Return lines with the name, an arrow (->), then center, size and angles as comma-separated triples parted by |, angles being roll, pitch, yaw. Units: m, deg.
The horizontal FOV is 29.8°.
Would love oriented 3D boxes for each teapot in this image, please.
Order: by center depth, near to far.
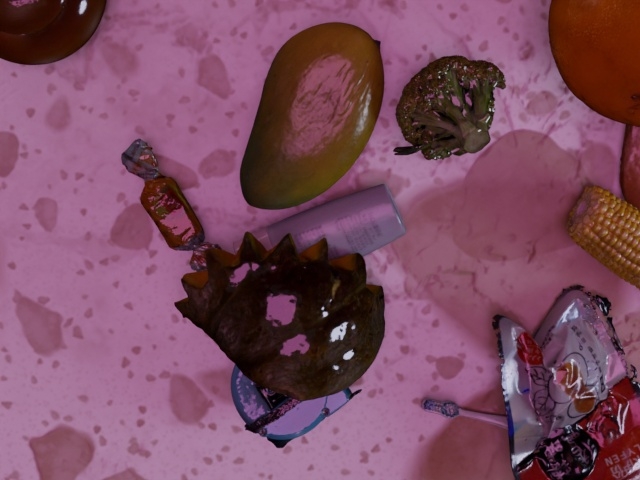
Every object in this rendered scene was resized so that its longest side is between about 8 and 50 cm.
teapot -> -0.315, -0.295, 1.354 | 0.252, 0.135, 0.178 | -25, 102, 7

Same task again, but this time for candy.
candy -> -0.180, -0.039, 1.437 | 0.053, 0.046, 0.182 | -31, 102, 3

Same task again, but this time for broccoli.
broccoli -> 0.149, -0.149, 1.371 | 0.131, 0.120, 0.130 | -7, 132, -31

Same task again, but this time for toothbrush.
toothbrush -> 0.273, 0.234, 1.480 | 0.304, 0.030, 0.030 | 13, 100, -3

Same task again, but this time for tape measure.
tape measure -> -0.041, 0.172, 1.451 | 0.146, 0.081, 0.125 | -36, 86, 5

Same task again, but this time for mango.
mango -> -0.006, -0.138, 1.393 | 0.137, 0.091, 0.237 | 18, 106, 4

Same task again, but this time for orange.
orange -> 0.364, -0.236, 1.290 | 0.240, 0.240, 0.240 | 0, 100, 2

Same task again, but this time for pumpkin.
pumpkin -> -0.031, 0.086, 1.362 | 0.254, 0.149, 0.130 | 1, 139, -13

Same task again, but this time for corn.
corn -> 0.401, 0.030, 1.410 | 0.248, 0.081, 0.081 | 34, 99, -4

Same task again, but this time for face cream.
face cream -> 0.000, 0.000, 1.431 | 0.198, 0.057, 0.084 | -22, 110, 7

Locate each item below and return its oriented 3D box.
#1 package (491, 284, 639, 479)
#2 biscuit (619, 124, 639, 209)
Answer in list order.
package -> 0.301, 0.198, 1.447 | 0.194, 0.071, 0.269 | -20, 97, -4
biscuit -> 0.446, -0.064, 1.417 | 0.192, 0.036, 0.186 | 9, 101, 1
